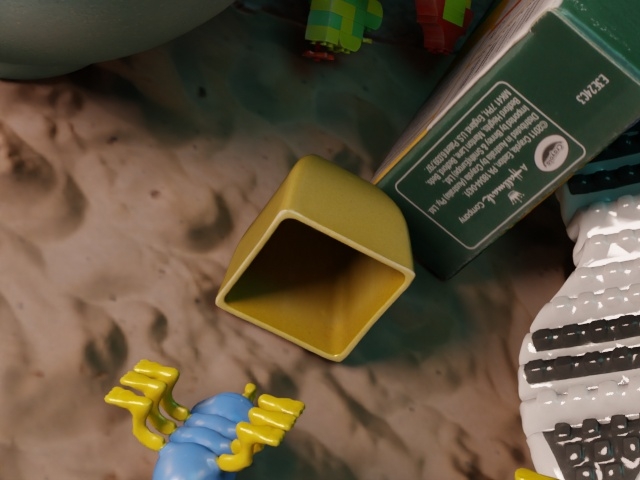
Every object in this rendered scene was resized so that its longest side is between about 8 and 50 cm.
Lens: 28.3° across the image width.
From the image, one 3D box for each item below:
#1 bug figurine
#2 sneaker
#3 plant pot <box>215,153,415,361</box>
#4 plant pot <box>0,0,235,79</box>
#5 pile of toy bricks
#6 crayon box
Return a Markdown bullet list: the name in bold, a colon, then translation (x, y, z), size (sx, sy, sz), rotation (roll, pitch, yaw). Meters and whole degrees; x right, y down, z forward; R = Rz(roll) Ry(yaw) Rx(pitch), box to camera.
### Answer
- **bug figurine**: translation (0.017, 0.140, 0.543), size (0.279, 0.072, 0.216), rotation (15, 24, 17)
- **sneaker**: translation (0.189, 0.049, 0.749), size (0.118, 0.110, 0.292), rotation (63, 33, -37)
- **plant pot**: translation (0.000, 0.000, 0.704), size (0.081, 0.081, 0.083), rotation (27, 38, -15)
- **plant pot**: translation (-0.148, -0.207, 0.660), size (0.293, 0.196, 0.293), rotation (12, 58, -21)
- **pile of toy bricks**: translation (0.014, -0.165, 0.812), size (0.212, 0.118, 0.105), rotation (6, 93, -58)
- **crayon box**: translation (0.164, -0.142, 0.816), size (0.083, 0.203, 0.323), rotation (39, 48, -6)
